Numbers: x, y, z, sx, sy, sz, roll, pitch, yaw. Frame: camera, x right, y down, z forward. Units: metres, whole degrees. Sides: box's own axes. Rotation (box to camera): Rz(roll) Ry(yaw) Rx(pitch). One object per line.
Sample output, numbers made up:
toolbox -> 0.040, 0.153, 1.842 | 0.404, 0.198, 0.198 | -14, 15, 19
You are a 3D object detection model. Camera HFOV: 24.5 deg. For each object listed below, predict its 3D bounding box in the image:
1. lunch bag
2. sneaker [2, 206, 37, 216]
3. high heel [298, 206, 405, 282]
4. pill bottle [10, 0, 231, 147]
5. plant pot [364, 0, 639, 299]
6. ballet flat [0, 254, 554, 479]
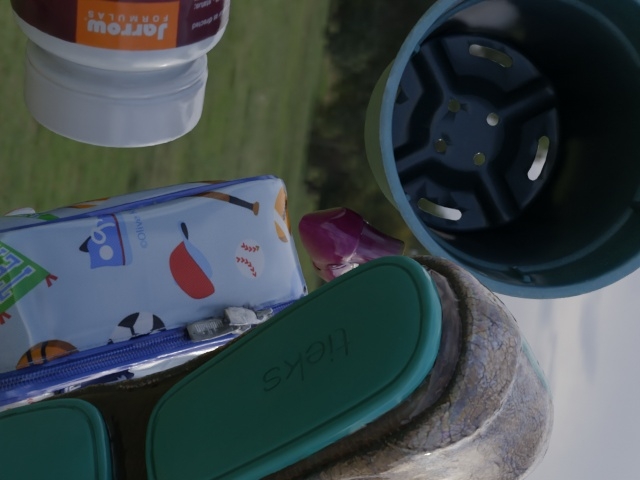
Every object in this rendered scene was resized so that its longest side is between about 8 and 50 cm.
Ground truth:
lunch bag -> -0.152, 0.043, 0.887 | 0.303, 0.243, 0.115 | -15, -93, 52
sneaker -> -0.269, 0.055, 1.370 | 0.075, 0.063, 0.170 | 53, -33, 42
high heel -> 0.000, 0.000, 1.637 | 0.082, 0.117, 0.244 | -69, -164, -1
pill bottle -> -0.192, -0.306, 1.453 | 0.224, 0.224, 0.392 | -81, 180, -58
plant pot -> 0.199, -0.119, 1.632 | 0.334, 0.341, 0.341 | -161, -101, -80
ballet flat -> -0.049, 0.104, 0.571 | 0.106, 0.316, 0.107 | 35, 44, -42
